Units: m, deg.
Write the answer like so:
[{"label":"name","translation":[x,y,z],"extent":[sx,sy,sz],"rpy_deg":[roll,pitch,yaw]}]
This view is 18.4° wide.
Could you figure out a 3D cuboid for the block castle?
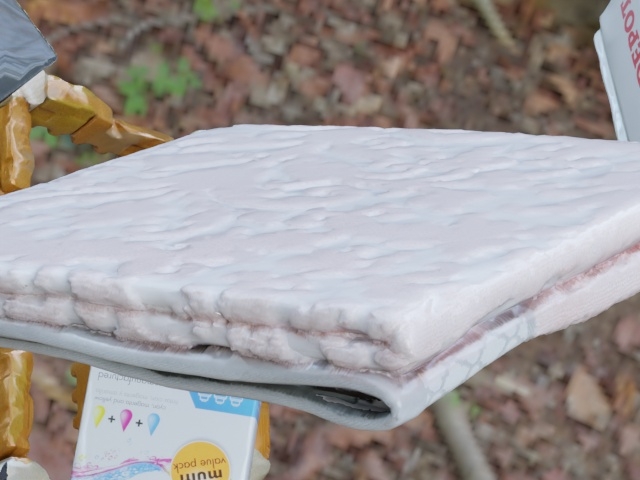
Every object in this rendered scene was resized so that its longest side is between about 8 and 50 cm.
[{"label":"block castle","translation":[-0.229,0.093,1.723],"extent":[0.303,0.213,0.453],"rpy_deg":[20,53,-40]}]

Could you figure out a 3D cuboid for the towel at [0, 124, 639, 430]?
[{"label":"towel","translation":[0.000,0.000,0.934],"extent":[0.332,0.053,0.317],"rpy_deg":[7,19,38]}]

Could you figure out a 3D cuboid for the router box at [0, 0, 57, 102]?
[{"label":"router box","translation":[-0.324,-0.019,1.104],"extent":[0.081,0.243,0.309],"rpy_deg":[54,49,-9]}]

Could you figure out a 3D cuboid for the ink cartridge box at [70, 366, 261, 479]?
[{"label":"ink cartridge box","translation":[-0.098,0.157,1.192],"extent":[0.104,0.061,0.181],"rpy_deg":[8,77,1]}]

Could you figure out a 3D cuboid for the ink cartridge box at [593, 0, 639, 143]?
[{"label":"ink cartridge box","translation":[0.371,-0.198,1.453],"extent":[0.160,0.384,0.279],"rpy_deg":[13,44,-17]}]
